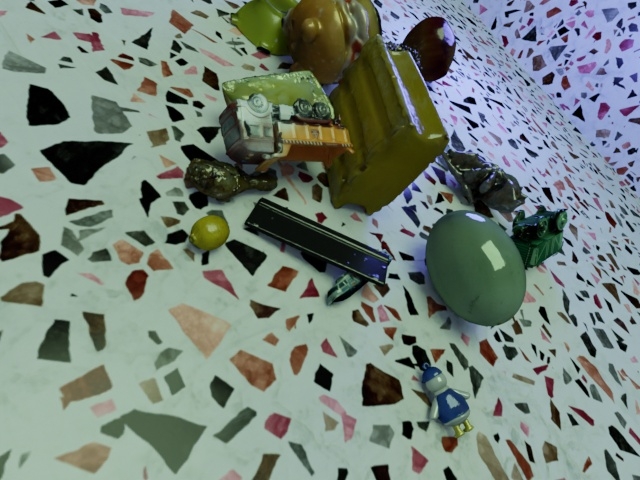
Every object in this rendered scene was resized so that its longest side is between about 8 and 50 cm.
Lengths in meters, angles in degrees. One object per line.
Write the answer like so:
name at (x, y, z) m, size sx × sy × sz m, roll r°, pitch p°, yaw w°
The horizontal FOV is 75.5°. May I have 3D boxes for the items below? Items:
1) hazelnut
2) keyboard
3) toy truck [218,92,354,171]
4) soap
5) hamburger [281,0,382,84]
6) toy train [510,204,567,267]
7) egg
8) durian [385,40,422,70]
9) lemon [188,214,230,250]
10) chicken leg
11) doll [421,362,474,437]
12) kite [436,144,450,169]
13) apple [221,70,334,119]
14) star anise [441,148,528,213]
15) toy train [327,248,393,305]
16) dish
hazelnut at (0.433, -0.768, 1.669) m, size 0.217 × 0.217 × 0.252 m, roll 5°, pitch 78°, yaw -31°
keyboard at (0.000, 0.000, 0.860) m, size 0.309 × 0.018 × 0.101 m, roll 24°, pitch 42°, yaw -3°
toy truck at (-0.069, -0.219, 0.873) m, size 0.270 × 0.114 × 0.136 m, roll -5°, pitch 82°, yaw -34°
soap at (0.126, -0.270, 0.999) m, size 0.156 × 0.293 × 0.335 m, roll 10°, pitch 51°, yaw -27°
hamburger at (0.014, -0.575, 1.194) m, size 0.236 × 0.276 × 0.277 m, roll -21°, pitch 69°, yaw -23°
toy train at (0.652, -0.018, 1.240) m, size 0.269 × 0.115 × 0.155 m, roll -16°, pitch 112°, yaw -41°
egg at (0.353, 0.059, 0.956) m, size 0.202 × 0.203 × 0.283 m, roll 4°, pitch 58°, yaw -32°
durian at (0.259, -0.605, 1.432) m, size 0.195 × 0.167 × 0.196 m, roll -4°, pitch 53°, yaw 6°
lemon at (-0.199, -0.013, 0.740) m, size 0.083 × 0.062 × 0.062 m, roll -28°, pitch 75°, yaw -44°
chicken leg at (-0.172, -0.121, 0.849) m, size 0.197 × 0.069 × 0.085 m, roll 0°, pitch 34°, yaw -42°
doll at (0.239, 0.301, 0.796) m, size 0.098 × 0.058 × 0.143 m, roll -23°, pitch 68°, yaw -21°
kite at (0.331, -0.362, 1.407) m, size 0.309 × 0.015 × 0.169 m, roll 35°, pitch 44°, yaw -9°
apple at (-0.094, -0.293, 0.994) m, size 0.264 × 0.120 × 0.193 m, roll -24°, pitch 86°, yaw -33°
star anise at (0.514, -0.197, 1.336) m, size 0.315 × 0.139 × 0.360 m, roll 21°, pitch 31°, yaw -29°
toy train at (0.080, 0.076, 0.872) m, size 0.047 × 0.043 × 0.207 m, roll 49°, pitch 45°, yaw 13°
dish at (-0.133, -0.686, 1.279) m, size 0.221 × 0.108 × 0.262 m, roll 46°, pitch 44°, yaw 7°
